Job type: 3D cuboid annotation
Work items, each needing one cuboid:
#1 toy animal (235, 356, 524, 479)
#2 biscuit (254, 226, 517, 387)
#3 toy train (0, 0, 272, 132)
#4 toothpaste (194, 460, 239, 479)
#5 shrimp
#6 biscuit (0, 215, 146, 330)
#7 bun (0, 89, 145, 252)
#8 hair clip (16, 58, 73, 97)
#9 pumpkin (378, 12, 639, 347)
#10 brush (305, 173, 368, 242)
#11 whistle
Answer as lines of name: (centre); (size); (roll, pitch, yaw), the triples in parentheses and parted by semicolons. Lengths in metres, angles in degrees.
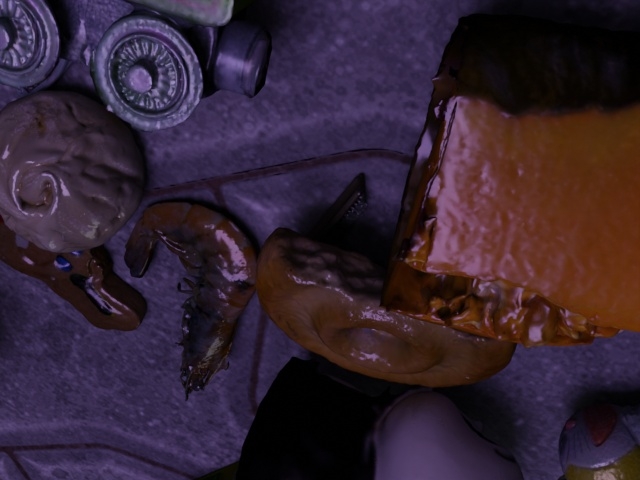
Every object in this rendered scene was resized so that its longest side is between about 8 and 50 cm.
toy animal: (0.079, 0.286, 0.983); (0.310, 0.251, 0.251); (14, 128, 18)
biscuit: (0.063, 0.087, 0.889); (0.274, 0.091, 0.213); (13, 153, 8)
toy train: (-0.176, -0.245, 0.741); (0.307, 0.173, 0.249); (19, 119, 7)
toothpaste: (-0.131, 0.397, 1.234); (0.327, 0.077, 0.110); (-31, 110, 34)
shrimp: (-0.172, 0.075, 1.038); (0.169, 0.058, 0.296); (28, 126, 8)
biscuit: (-0.334, -0.007, 1.041); (0.183, 0.047, 0.320); (-16, 119, 31)
bun: (-0.279, -0.068, 0.912); (0.183, 0.102, 0.183); (-3, 114, -6)
hair clip: (-0.299, -0.181, 0.910); (0.115, 0.030, 0.039); (-27, 110, 33)
pumpkin: (0.174, -0.042, 0.692); (0.225, 0.256, 0.303); (19, 169, -2)
brush: (0.000, 0.000, 0.933); (0.027, 0.034, 0.190); (26, 130, -20)
whistle: (0.343, 0.210, 0.916); (0.223, 0.123, 0.123); (-40, 105, 22)
